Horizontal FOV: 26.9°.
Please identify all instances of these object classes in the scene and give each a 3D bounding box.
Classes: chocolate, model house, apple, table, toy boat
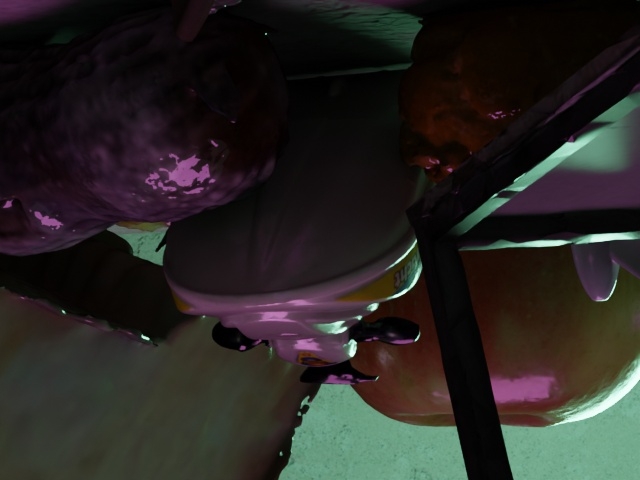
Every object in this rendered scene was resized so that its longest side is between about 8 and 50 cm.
[{"bbox_3d":[-0.112,-0.051,0.641,0.248,0.110,0.110,-5,178,39],"label":"chocolate"},{"bbox_3d":[-0.304,0.126,0.908,0.400,0.395,0.445,29,180,27],"label":"model house"},{"bbox_3d":[0.165,0.032,1.259,0.319,0.277,0.319,1,169,0],"label":"apple"},{"bbox_3d":[0.220,0.053,0.431,0.222,0.272,0.335,-2,161,-24],"label":"table"},{"bbox_3d":[0.000,-0.008,0.721,0.141,0.141,0.269,-4,-146,14],"label":"toy boat"}]

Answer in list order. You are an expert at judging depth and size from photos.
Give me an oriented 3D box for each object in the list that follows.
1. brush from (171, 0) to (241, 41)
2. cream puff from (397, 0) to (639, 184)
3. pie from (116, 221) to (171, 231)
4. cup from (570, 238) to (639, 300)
[{"bbox_3d":[-0.028,-0.096,0.425,0.027,0.034,0.190,-13,180,-11],"label":"brush"},{"bbox_3d":[0.103,-0.061,0.640,0.126,0.103,0.144,-3,-175,-45],"label":"cream puff"},{"bbox_3d":[-0.056,-0.053,1.071,0.339,0.077,0.339,-3,179,0],"label":"pie"},{"bbox_3d":[0.258,-0.032,0.738,0.167,0.173,0.300,-3,179,-43],"label":"cup"}]
